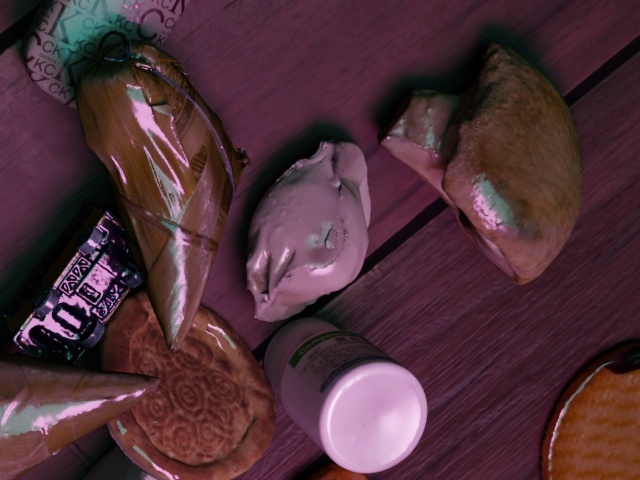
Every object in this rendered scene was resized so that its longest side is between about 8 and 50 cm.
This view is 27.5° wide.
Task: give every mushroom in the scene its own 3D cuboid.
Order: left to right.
[{"bbox_3d":[0.239,-0.104,1.625,0.217,0.212,0.292,-45,107,2],"label":"mushroom"}]

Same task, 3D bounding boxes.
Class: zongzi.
[{"bbox_3d":[-0.397,0.277,1.434,0.393,0.174,0.356,10,102,-4],"label":"zongzi"},{"bbox_3d":[-0.186,-0.053,1.400,0.251,0.125,0.274,54,38,-47],"label":"zongzi"}]

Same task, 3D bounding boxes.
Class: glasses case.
[{"bbox_3d":[-0.204,-0.308,1.458,0.137,0.085,0.354,30,93,-29],"label":"glasses case"}]

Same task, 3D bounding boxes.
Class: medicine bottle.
[{"bbox_3d":[0.023,0.178,1.575,0.139,0.237,0.139,-4,103,-19],"label":"medicine bottle"}]

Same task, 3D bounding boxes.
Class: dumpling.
[{"bbox_3d":[0.000,0.000,1.602,0.247,0.142,0.172,-60,149,-7],"label":"dumpling"}]

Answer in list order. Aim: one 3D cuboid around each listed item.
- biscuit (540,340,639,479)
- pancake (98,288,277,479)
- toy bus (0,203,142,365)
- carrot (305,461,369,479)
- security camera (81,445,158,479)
[{"bbox_3d":[0.455,0.297,1.878,0.318,0.040,0.317,-4,103,-19],"label":"biscuit"},{"bbox_3d":[-0.158,0.176,1.539,0.250,0.031,0.250,23,51,-32],"label":"pancake"},{"bbox_3d":[-0.281,0.054,1.503,0.091,0.103,0.182,39,81,-28],"label":"toy bus"},{"bbox_3d":[-0.005,0.391,1.680,0.159,0.159,0.225,29,77,-24],"label":"carrot"},{"bbox_3d":[-0.181,0.371,1.564,0.236,0.194,0.194,41,86,-20],"label":"security camera"}]
